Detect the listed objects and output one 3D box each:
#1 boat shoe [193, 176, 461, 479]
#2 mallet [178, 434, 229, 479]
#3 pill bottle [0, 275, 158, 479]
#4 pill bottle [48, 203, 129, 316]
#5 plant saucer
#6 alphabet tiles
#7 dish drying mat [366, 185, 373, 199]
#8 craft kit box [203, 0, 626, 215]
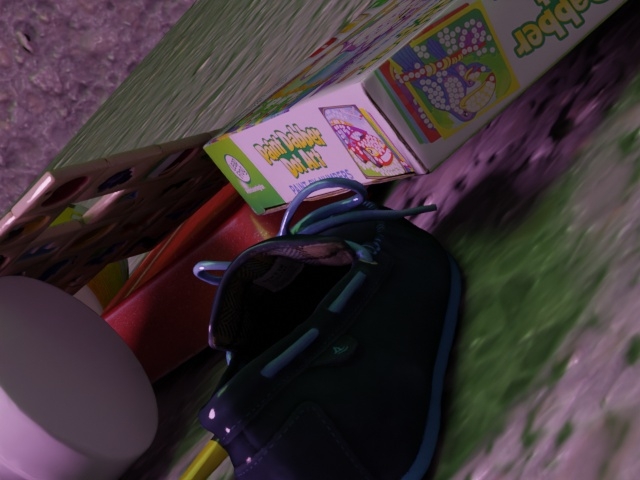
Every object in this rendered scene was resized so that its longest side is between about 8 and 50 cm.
[{"bbox_3d":[0.003,0.026,0.760,0.109,0.089,0.258,-47,12,11],"label":"boat shoe"},{"bbox_3d":[-0.049,0.101,0.856,0.189,0.039,0.062,-48,10,-12],"label":"mallet"},{"bbox_3d":[-0.220,0.148,1.031,0.265,0.153,0.153,-43,13,23],"label":"pill bottle"},{"bbox_3d":[-0.209,0.053,1.369,0.117,0.117,0.215,-46,12,13],"label":"pill bottle"},{"bbox_3d":[-0.032,-0.032,1.144,0.259,0.048,0.258,-36,15,52],"label":"plant saucer"},{"bbox_3d":[-0.143,0.005,1.060,0.237,0.009,0.198,-38,-12,38],"label":"alphabet tiles"},{"bbox_3d":[0.000,0.000,1.051,0.083,0.008,0.032,-46,11,10],"label":"dish drying mat"},{"bbox_3d":[0.079,-0.115,0.913,0.250,0.061,0.247,-41,12,-18],"label":"craft kit box"}]
